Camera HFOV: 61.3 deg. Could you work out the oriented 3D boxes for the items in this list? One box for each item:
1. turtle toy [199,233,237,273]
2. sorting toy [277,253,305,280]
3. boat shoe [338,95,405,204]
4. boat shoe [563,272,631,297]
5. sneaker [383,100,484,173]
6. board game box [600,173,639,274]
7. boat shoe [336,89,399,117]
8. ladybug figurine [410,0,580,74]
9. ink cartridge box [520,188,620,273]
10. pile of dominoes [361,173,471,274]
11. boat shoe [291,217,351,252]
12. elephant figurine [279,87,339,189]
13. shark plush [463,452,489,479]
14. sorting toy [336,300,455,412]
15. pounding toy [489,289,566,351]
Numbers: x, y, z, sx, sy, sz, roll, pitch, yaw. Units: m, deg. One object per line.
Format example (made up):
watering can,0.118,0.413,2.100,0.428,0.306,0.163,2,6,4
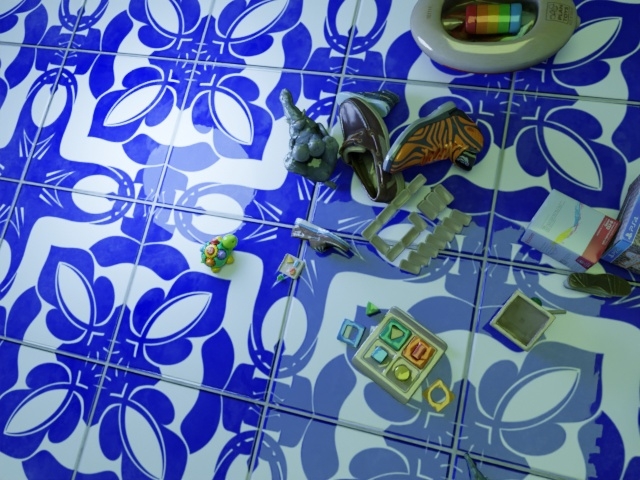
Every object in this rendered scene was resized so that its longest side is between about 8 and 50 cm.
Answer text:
turtle toy,-0.296,0.028,1.566,0.130,0.066,0.095,-33,72,2
sorting toy,-0.089,0.085,1.537,0.062,0.012,0.083,26,82,16
boat shoe,0.118,-0.255,1.506,0.123,0.123,0.341,-32,72,45
boat shoe,0.696,0.114,1.358,0.153,0.048,0.056,5,69,6
sneaker,0.323,-0.244,1.441,0.321,0.124,0.180,-39,73,-24
board game box,0.873,-0.015,1.286,0.291,0.141,0.232,25,75,16
boat shoe,0.140,-0.413,1.599,0.184,0.065,0.083,23,50,31
ladybug figurine,0.481,-0.594,1.517,0.450,0.162,0.304,8,77,14
ink cartridge box,0.621,-0.022,1.359,0.176,0.128,0.127,32,84,17
pile of dominoes,0.263,-0.040,1.480,0.196,0.040,0.251,45,89,-2
boat shoe,0.000,0.000,1.519,0.183,0.066,0.066,25,87,26
elephant figurine,-0.036,-0.294,1.559,0.170,0.185,0.239,2,44,-22
shark plush,0.392,0.585,1.282,0.073,0.067,0.161,-13,74,8
sorting toy,0.205,0.296,1.405,0.348,0.047,0.196,36,85,17
pounding toy,0.522,0.193,1.352,0.130,0.100,0.141,38,97,18
